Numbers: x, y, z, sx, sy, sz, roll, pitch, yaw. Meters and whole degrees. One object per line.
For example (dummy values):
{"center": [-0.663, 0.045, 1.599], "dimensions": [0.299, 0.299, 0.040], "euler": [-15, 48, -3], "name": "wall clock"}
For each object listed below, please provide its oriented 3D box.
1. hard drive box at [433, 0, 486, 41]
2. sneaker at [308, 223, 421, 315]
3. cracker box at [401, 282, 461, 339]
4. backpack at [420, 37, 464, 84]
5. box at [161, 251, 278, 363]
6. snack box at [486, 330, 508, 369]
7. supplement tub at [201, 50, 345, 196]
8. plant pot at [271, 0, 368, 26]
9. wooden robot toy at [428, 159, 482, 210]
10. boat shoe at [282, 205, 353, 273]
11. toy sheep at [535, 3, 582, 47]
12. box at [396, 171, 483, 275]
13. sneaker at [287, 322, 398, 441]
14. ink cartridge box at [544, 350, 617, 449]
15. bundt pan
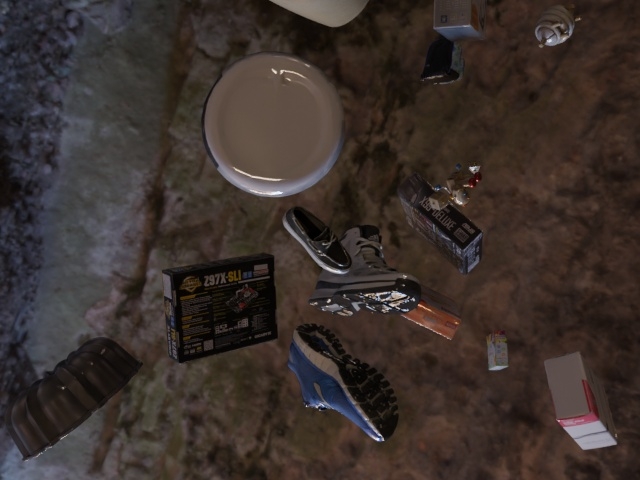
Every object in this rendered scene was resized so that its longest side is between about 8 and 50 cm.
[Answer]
{"center": [0.334, -0.603, 1.626], "dimensions": [0.181, 0.089, 0.232], "euler": [-14, 105, -65], "name": "hard drive box"}
{"center": [0.127, 0.060, 1.876], "dimensions": [0.447, 0.169, 0.258], "euler": [-13, -123, 59], "name": "sneaker"}
{"center": [0.313, 0.192, 1.983], "dimensions": [0.067, 0.155, 0.232], "euler": [-64, 178, 12], "name": "cracker box"}
{"center": [0.337, -0.485, 1.869], "dimensions": [0.105, 0.084, 0.114], "euler": [0, -102, 47], "name": "backpack"}
{"center": [-0.276, 0.184, 1.944], "dimensions": [0.079, 0.321, 0.257], "euler": [12, -72, 55], "name": "box"}
{"center": [0.506, 0.316, 1.975], "dimensions": [0.141, 0.037, 0.100], "euler": [71, 17, -74], "name": "snack box"}
{"center": [-0.071, -0.175, 1.113], "dimensions": [0.338, 0.207, 0.207], "euler": [-105, -148, -85], "name": "supplement tub"}
{"center": [-0.032, -0.530, 1.279], "dimensions": [0.256, 0.274, 0.257], "euler": [-23, -128, 32], "name": "plant pot"}
{"center": [0.308, -0.104, 1.496], "dimensions": [0.173, 0.076, 0.079], "euler": [-43, 126, -35], "name": "wooden robot toy"}
{"center": [0.000, 0.000, 1.703], "dimensions": [0.078, 0.219, 0.070], "euler": [-54, -170, -26], "name": "boat shoe"}
{"center": [0.534, -0.488, 1.566], "dimensions": [0.132, 0.091, 0.091], "euler": [-47, 172, -19], "name": "toy sheep"}
{"center": [0.333, -0.038, 1.898], "dimensions": [0.076, 0.242, 0.307], "euler": [-44, 160, -2], "name": "box"}
{"center": [0.044, 0.341, 1.586], "dimensions": [0.129, 0.330, 0.147], "euler": [-9, 132, -45], "name": "sneaker"}
{"center": [0.622, 0.385, 1.644], "dimensions": [0.092, 0.218, 0.159], "euler": [-22, -133, 27], "name": "ink cartridge box"}
{"center": [-0.576, 0.342, 1.576], "dimensions": [0.330, 0.124, 0.331], "euler": [-36, -171, 6], "name": "bundt pan"}
